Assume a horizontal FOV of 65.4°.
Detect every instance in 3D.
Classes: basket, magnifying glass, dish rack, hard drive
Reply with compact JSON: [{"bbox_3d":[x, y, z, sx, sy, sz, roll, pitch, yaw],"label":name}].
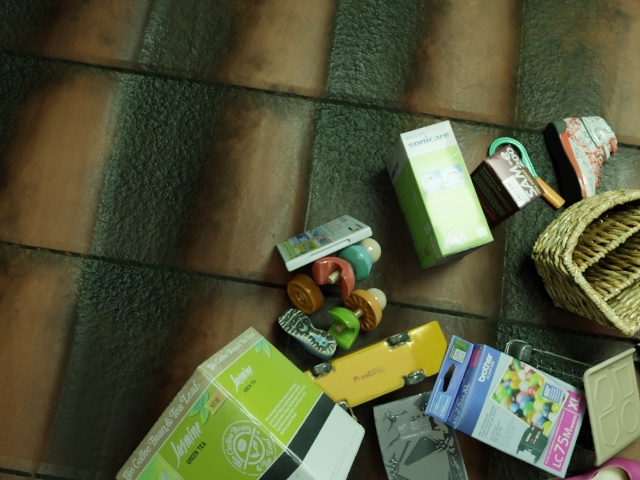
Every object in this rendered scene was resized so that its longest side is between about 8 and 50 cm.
[{"bbox_3d":[0.651,0.019,1.075,0.299,0.223,0.214,-31,105,-7],"label":"basket"},{"bbox_3d":[0.523,-0.170,1.265,0.092,0.026,0.231,-43,83,-9],"label":"magnifying glass"},{"bbox_3d":[0.546,0.360,1.134,0.271,0.074,0.209,17,80,1],"label":"dish rack"},{"bbox_3d":[0.222,0.476,1.110,0.171,0.054,0.255,-15,79,-4],"label":"hard drive"}]

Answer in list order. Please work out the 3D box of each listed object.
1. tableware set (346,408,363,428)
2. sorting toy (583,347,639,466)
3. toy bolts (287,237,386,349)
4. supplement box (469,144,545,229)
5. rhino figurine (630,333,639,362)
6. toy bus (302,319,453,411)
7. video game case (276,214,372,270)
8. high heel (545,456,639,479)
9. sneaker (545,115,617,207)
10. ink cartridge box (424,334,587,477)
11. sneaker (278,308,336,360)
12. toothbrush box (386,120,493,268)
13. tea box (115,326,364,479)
[{"bbox_3d":[0.022,0.447,1.128,0.154,0.024,0.104,-23,80,-6],"label":"tableware set"},{"bbox_3d":[0.621,0.349,1.063,0.192,0.038,0.209,-8,93,-33],"label":"sorting toy"},{"bbox_3d":[0.052,0.089,1.131,0.218,0.229,0.158,33,49,29],"label":"toy bolts"},{"bbox_3d":[0.397,-0.108,1.139,0.073,0.239,0.130,-32,81,-7],"label":"supplement box"},{"bbox_3d":[0.812,0.307,1.147,0.106,0.073,0.243,-43,81,-12],"label":"rhino figurine"},{"bbox_3d":[0.122,0.284,1.109,0.332,0.130,0.108,-20,81,-5],"label":"toy bus"},{"bbox_3d":[0.000,0.000,1.130,0.193,0.212,0.023,-23,104,-6],"label":"video game case"},{"bbox_3d":[0.617,0.527,1.074,0.243,0.117,0.082,-4,78,-2],"label":"high heel"},{"bbox_3d":[0.670,-0.187,1.231,0.144,0.090,0.270,-10,72,-2],"label":"sneaker"},{"bbox_3d":[0.393,0.344,1.047,0.311,0.065,0.186,25,79,-3],"label":"ink cartridge box"},{"bbox_3d":[-0.037,0.224,1.152,0.162,0.073,0.063,36,55,26],"label":"sneaker"},{"bbox_3d":[0.263,-0.095,1.152,0.122,0.206,0.284,-18,79,-4],"label":"toothbrush box"},{"bbox_3d":[-0.151,0.415,0.972,0.323,0.220,0.329,40,109,8],"label":"tea box"}]
